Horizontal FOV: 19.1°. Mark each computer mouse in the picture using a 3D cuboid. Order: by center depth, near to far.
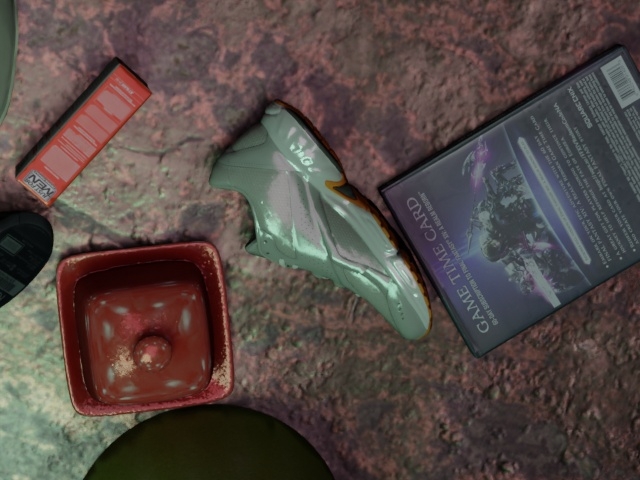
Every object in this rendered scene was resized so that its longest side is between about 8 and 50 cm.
[{"bbox_3d":[-0.373,0.047,1.710,0.262,0.060,0.184,-47,147,7],"label":"computer mouse"}]

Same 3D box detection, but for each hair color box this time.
[{"bbox_3d":[-0.217,-0.100,1.736,0.043,0.072,0.141,43,92,-14],"label":"hair color box"}]

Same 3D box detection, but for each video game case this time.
[{"bbox_3d":[0.220,-0.037,1.844,0.274,0.026,0.196,-31,104,-2],"label":"video game case"}]

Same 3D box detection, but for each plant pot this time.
[{"bbox_3d":[-0.088,0.319,1.721,0.275,0.293,0.274,-2,101,-9],"label":"plant pot"}]

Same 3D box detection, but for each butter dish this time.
[{"bbox_3d":[-0.159,0.092,1.757,0.160,0.118,0.160,-6,102,-7],"label":"butter dish"}]

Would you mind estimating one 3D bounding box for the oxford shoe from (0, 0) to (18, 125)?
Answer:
[{"bbox_3d":[-0.345,-0.291,1.644,0.169,0.130,0.449,-7,103,-22],"label":"oxford shoe"}]

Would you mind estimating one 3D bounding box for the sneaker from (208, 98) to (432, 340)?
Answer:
[{"bbox_3d":[0.000,0.000,1.788,0.121,0.099,0.262,-37,96,7],"label":"sneaker"}]
